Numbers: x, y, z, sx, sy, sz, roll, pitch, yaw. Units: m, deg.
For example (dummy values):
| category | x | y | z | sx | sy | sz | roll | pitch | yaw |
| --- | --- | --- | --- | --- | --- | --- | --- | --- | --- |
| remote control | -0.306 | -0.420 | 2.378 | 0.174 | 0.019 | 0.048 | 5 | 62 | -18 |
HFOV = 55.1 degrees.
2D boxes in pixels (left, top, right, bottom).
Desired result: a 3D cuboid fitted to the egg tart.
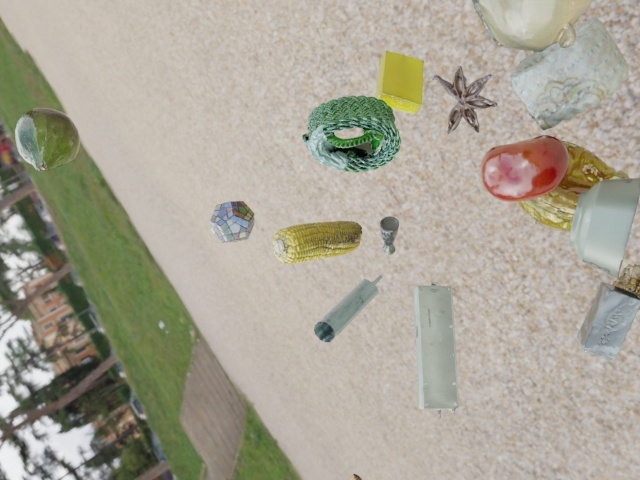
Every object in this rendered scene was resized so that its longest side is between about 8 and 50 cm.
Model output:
| category | x | y | z | sx | sy | sz | roll | pitch | yaw |
| --- | --- | --- | --- | --- | --- | --- | --- | --- | --- |
| egg tart | 0.683 | -0.146 | 1.719 | 0.388 | 0.388 | 0.169 | 45 | 138 | 38 |

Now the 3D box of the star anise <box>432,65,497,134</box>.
| category | x | y | z | sx | sy | sz | roll | pitch | yaw |
| --- | --- | --- | --- | --- | --- | --- | --- | --- | --- |
| star anise | 0.443 | -0.423 | 1.841 | 0.171 | 0.063 | 0.208 | -12 | 100 | 28 |

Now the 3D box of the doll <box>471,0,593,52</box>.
| category | x | y | z | sx | sy | sz | roll | pitch | yaw |
| --- | --- | --- | --- | --- | --- | --- | --- | --- | --- |
| doll | 0.390 | -0.493 | 1.054 | 0.247 | 0.349 | 0.247 | 10 | 144 | 7 |

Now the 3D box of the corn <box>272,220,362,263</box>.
| category | x | y | z | sx | sy | sz | roll | pitch | yaw |
| --- | --- | --- | --- | --- | --- | --- | --- | --- | --- |
| corn | 0.000 | 0.000 | 1.105 | 0.072 | 0.203 | 0.072 | 8 | 101 | 45 |

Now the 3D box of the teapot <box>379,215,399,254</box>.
| category | x | y | z | sx | sy | sz | roll | pitch | yaw |
| --- | --- | --- | --- | --- | --- | --- | --- | --- | --- |
| teapot | 0.153 | -0.007 | 1.358 | 0.043 | 0.043 | 0.111 | 49 | 163 | 30 |

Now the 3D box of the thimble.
| category | x | y | z | sx | sy | sz | roll | pitch | yaw |
| --- | --- | --- | --- | --- | --- | --- | --- | --- | --- |
| thimble | 0.690 | -0.466 | 1.731 | 0.195 | 0.291 | 0.291 | 54 | 164 | -8 |

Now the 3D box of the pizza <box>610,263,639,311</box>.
| category | x | y | z | sx | sy | sz | roll | pitch | yaw |
| --- | --- | --- | --- | --- | --- | --- | --- | --- | --- |
| pizza | 0.866 | 0.135 | 1.659 | 0.226 | 0.069 | 0.147 | 0 | 98 | 38 |

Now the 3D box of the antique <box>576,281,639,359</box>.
| category | x | y | z | sx | sy | sz | roll | pitch | yaw |
| --- | --- | --- | --- | --- | --- | --- | --- | --- | --- |
| antique | 0.742 | 0.212 | 1.588 | 0.088 | 0.183 | 0.086 | 19 | -167 | 7 |

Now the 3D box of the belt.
| category | x | y | z | sx | sy | sz | roll | pitch | yaw |
| --- | --- | --- | --- | --- | --- | --- | --- | --- | --- |
| belt | 0.049 | -0.157 | 0.952 | 0.121 | 0.151 | 0.079 | 107 | 163 | -50 |

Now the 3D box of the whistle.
| category | x | y | z | sx | sy | sz | roll | pitch | yaw |
| --- | --- | --- | --- | --- | --- | --- | --- | --- | --- |
| whistle | 0.084 | 0.172 | 1.638 | 0.062 | 0.312 | 0.062 | 13 | 118 | 27 |

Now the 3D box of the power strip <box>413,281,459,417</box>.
| category | x | y | z | sx | sy | sz | roll | pitch | yaw |
| --- | --- | --- | --- | --- | --- | --- | --- | --- | --- |
| power strip | 0.317 | 0.299 | 1.688 | 0.043 | 0.106 | 0.367 | 107 | 163 | -74 |

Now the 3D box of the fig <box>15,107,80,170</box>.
| category | x | y | z | sx | sy | sz | roll | pitch | yaw |
| --- | --- | --- | --- | --- | --- | --- | --- | --- | --- |
| fig | -0.543 | -0.186 | 1.219 | 0.123 | 0.123 | 0.156 | 86 | 172 | -56 |

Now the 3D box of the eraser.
| category | x | y | z | sx | sy | sz | roll | pitch | yaw |
| --- | --- | --- | --- | --- | --- | --- | --- | --- | --- |
| eraser | 0.177 | -0.351 | 1.357 | 0.045 | 0.097 | 0.122 | 128 | 153 | -64 |

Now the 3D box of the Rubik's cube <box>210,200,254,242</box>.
| category | x | y | z | sx | sy | sz | roll | pitch | yaw |
| --- | --- | --- | --- | --- | --- | --- | --- | --- | --- |
| Rubik's cube | -0.209 | -0.044 | 1.460 | 0.093 | 0.111 | 0.111 | 15 | 152 | 6 |

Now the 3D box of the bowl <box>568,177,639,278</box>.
| category | x | y | z | sx | sy | sz | roll | pitch | yaw |
| --- | --- | --- | --- | --- | --- | --- | --- | --- | --- |
| bowl | 0.579 | -0.034 | 1.256 | 0.112 | 0.211 | 0.211 | 13 | 139 | 26 |

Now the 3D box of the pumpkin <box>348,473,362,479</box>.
| category | x | y | z | sx | sy | sz | roll | pitch | yaw |
| --- | --- | --- | --- | --- | --- | --- | --- | --- | --- |
| pumpkin | 0.070 | 0.345 | 0.783 | 0.083 | 0.054 | 0.074 | 39 | -175 | -15 |

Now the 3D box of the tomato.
| category | x | y | z | sx | sy | sz | roll | pitch | yaw |
| --- | --- | --- | --- | --- | --- | --- | --- | --- | --- |
| tomato | 0.466 | -0.161 | 1.401 | 0.195 | 0.195 | 0.136 | -178 | 74 | -70 |
